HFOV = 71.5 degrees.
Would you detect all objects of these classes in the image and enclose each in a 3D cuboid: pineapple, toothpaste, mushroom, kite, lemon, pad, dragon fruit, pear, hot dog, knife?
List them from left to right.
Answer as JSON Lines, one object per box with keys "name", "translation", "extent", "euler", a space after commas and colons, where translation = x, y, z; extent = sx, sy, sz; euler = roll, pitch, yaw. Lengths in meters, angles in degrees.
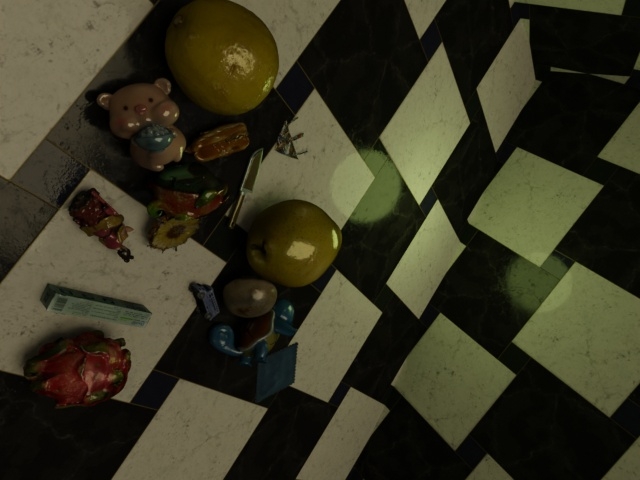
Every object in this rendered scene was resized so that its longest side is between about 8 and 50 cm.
{"name": "dragon fruit", "translation": [-0.762, 0.410, 1.415], "extent": [0.302, 0.237, 0.231], "euler": [-4, 91, -35]}
{"name": "toothpaste", "translation": [-0.725, 0.221, 1.464], "extent": [0.336, 0.081, 0.067], "euler": [29, 88, -49]}
{"name": "pineapple", "translation": [-0.510, -0.038, 1.547], "extent": [0.221, 0.047, 0.221], "euler": [-36, 160, -16]}
{"name": "dragon fruit", "translation": [-0.435, -0.166, 1.460], "extent": [0.295, 0.268, 0.130], "euler": [-35, 144, -50]}
{"name": "hot dog", "translation": [-0.359, -0.352, 1.584], "extent": [0.269, 0.072, 0.109], "euler": [-29, 126, -37]}
{"name": "lemon", "translation": [-0.297, -0.557, 1.360], "extent": [0.347, 0.347, 0.348], "euler": [-23, 124, -38]}
{"name": "knife", "translation": [-0.293, -0.207, 1.757], "extent": [0.061, 0.027, 0.343], "euler": [16, 93, -46]}
{"name": "mushroom", "translation": [-0.295, 0.223, 1.849], "extent": [0.226, 0.178, 0.226], "euler": [-11, 153, -5]}
{"name": "pad", "translation": [-0.222, 0.674, 2.279], "extent": [0.268, 0.012, 0.270], "euler": [-12, 117, -43]}
{"name": "kite", "translation": [-0.130, -0.410, 1.846], "extent": [0.160, 0.010, 0.183], "euler": [-35, 128, -26]}
{"name": "pear", "translation": [-0.109, 0.013, 1.824], "extent": [0.418, 0.362, 0.363], "euler": [-16, 120, -48]}

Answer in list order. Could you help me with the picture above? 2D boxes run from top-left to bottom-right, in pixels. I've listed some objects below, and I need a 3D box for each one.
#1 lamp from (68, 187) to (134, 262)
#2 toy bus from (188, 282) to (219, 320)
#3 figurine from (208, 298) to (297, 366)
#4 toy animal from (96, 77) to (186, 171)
{"name": "lamp", "translation": [-0.660, -0.045, 1.384], "extent": [0.118, 0.118, 0.253], "euler": [-50, 136, -18]}
{"name": "toy bus", "translation": [-0.458, 0.232, 1.764], "extent": [0.076, 0.073, 0.168], "euler": [-35, 135, -34]}
{"name": "figurine", "translation": [-0.276, 0.426, 1.967], "extent": [0.416, 0.243, 0.298], "euler": [-20, 166, -36]}
{"name": "toy animal", "translation": [-0.511, -0.342, 1.343], "extent": [0.209, 0.230, 0.221], "euler": [-26, 170, -13]}
